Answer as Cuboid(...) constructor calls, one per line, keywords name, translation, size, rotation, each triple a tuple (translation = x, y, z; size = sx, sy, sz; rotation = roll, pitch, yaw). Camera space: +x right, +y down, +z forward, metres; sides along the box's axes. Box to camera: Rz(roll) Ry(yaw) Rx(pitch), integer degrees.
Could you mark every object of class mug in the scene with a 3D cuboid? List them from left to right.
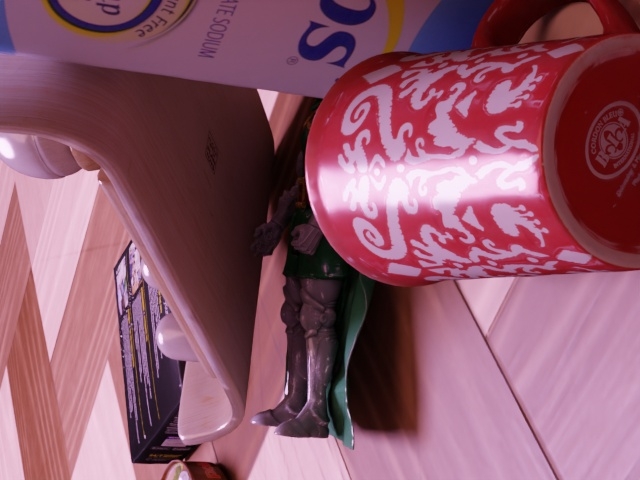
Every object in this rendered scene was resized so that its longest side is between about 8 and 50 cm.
Cuboid(name="mug", translation=(0.081, -0.052, 0.609), size=(0.169, 0.113, 0.150), rotation=(1, 89, 63))

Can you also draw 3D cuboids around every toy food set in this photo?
Cuboid(name="toy food set", translation=(-0.108, -0.049, 0.848), size=(0.306, 0.092, 0.220), rotation=(69, -160, -49))

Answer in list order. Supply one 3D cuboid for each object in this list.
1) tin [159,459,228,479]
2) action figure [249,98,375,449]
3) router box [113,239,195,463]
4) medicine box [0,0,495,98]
Cuboid(name="tin", translation=(-0.099, 0.257, 1.055), size=(0.106, 0.040, 0.190), rotation=(23, 107, 61))
Cuboid(name="action figure", translation=(0.000, 0.000, 0.847), size=(0.137, 0.063, 0.232), rotation=(179, 98, -69))
Cuboid(name="router box", translation=(-0.118, 0.070, 1.114), size=(0.133, 0.046, 0.179), rotation=(129, 138, -52))
Cuboid(name="medicine box", translation=(-0.029, -0.214, 0.656), size=(0.263, 0.289, 0.149), rotation=(120, 148, -45))
